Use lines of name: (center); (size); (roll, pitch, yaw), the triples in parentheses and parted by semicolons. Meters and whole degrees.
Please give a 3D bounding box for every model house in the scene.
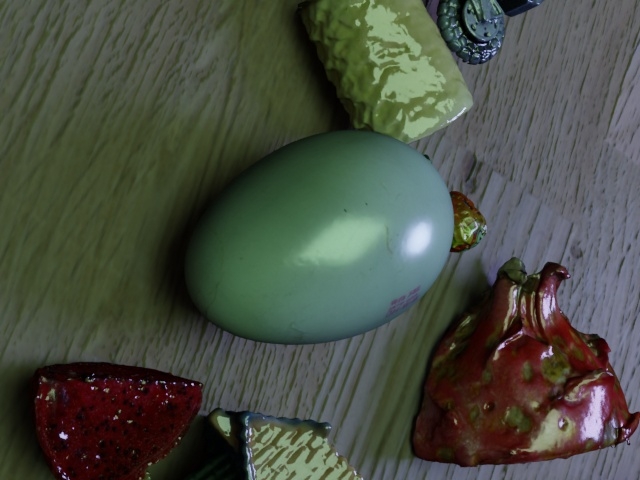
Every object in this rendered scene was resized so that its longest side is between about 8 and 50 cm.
model house: (-0.068, 0.230, 1.178); (0.183, 0.166, 0.172); (-43, 100, -19)

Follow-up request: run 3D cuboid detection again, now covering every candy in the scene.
candy: (0.098, -0.072, 1.378); (0.060, 0.060, 0.201); (-40, 101, -30)

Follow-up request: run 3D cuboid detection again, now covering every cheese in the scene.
cheese: (0.064, -0.175, 1.311); (0.123, 0.094, 0.167); (-29, 93, -31)

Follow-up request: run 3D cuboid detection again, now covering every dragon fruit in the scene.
dragon fruit: (-0.189, 0.155, 1.140); (0.162, 0.083, 0.106); (6, 96, -44)
dragon fruit: (0.222, 0.121, 1.393); (0.262, 0.134, 0.212); (-11, 90, -35)

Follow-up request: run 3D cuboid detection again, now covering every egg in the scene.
egg: (0.000, 0.000, 1.215); (0.264, 0.183, 0.183); (-21, 99, -28)

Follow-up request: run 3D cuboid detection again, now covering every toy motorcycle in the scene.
toy motorcycle: (0.195, -0.322, 1.424); (0.173, 0.108, 0.307); (51, 59, -15)
